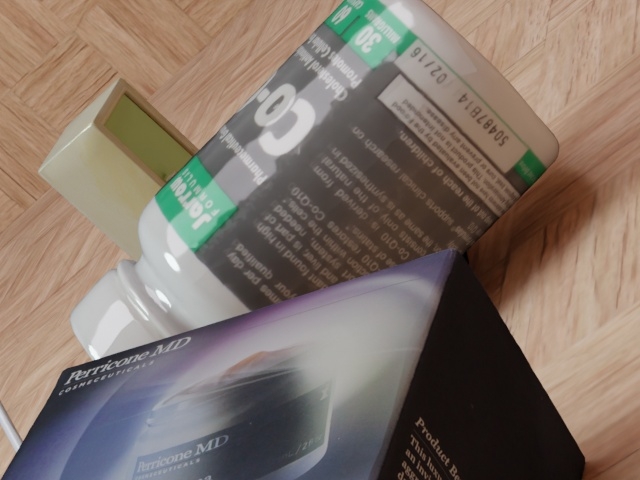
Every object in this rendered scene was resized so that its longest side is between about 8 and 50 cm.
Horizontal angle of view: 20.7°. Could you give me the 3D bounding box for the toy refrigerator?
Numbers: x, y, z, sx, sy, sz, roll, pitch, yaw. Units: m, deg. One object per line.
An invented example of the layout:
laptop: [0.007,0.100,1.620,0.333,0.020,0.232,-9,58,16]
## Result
toy refrigerator: [-0.133,-0.025,1.703,0.094,0.269,0.102,-38,17,28]

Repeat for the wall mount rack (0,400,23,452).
wall mount rack: [-0.414,0.300,1.909,0.350,0.130,0.304,-44,15,9]

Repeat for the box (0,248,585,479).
box: [-0.042,0.186,0.954,0.296,0.182,0.294,-18,27,29]

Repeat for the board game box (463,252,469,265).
board game box: [0.021,0.104,1.419,0.260,0.030,0.136,-43,13,16]

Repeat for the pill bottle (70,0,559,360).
pill bottle: [-0.008,-0.012,1.348,0.361,0.204,0.204,-46,15,4]
